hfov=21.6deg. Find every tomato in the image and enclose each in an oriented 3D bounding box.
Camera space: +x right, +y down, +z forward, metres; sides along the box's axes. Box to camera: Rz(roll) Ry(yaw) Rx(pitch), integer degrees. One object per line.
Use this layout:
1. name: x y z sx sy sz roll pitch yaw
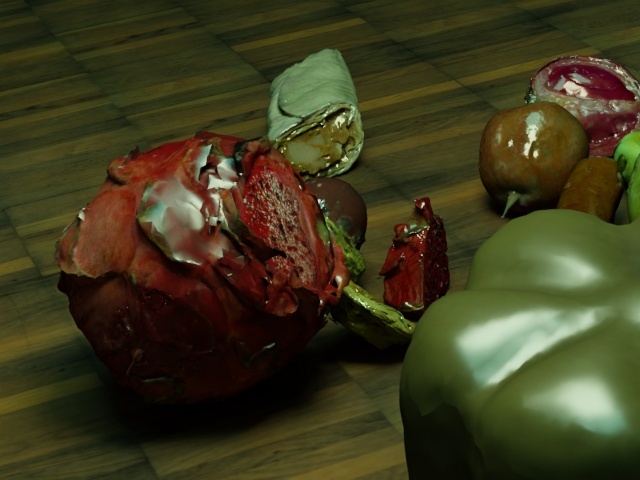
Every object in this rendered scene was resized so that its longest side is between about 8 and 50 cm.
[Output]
1. tomato: 0.365 -0.163 2.343 0.173 0.099 0.189 10 57 0

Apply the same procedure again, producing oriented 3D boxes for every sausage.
1. sausage: 0.323 -0.007 2.023 0.076 0.103 0.302 38 26 -11

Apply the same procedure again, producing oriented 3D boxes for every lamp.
1. lamp: -0.002 0.003 2.045 0.135 0.156 0.157 40 49 2

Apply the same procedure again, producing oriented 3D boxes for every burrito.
1. burrito: -0.009 -0.180 2.457 0.143 0.105 0.299 -15 26 6

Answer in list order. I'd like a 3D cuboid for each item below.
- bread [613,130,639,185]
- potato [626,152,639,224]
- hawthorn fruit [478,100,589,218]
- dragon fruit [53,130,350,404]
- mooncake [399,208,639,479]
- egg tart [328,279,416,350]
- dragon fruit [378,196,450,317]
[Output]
1. bread: 0.456 -0.101 2.211 0.139 0.071 0.130 5 31 20
2. potato: 0.468 -0.060 2.042 0.186 0.149 0.253 1 30 40
3. hawthorn fruit: 0.270 -0.092 2.199 0.149 0.149 0.189 16 74 39
4. dragon fruit: -0.131 0.031 1.829 0.301 0.296 0.295 -30 27 2
5. mooncake: 0.302 0.151 1.511 0.467 0.262 0.467 -6 28 3
6. egg tart: 0.051 0.085 1.906 0.130 0.052 0.130 33 1 -1
7. dragon fruit: 0.105 0.018 1.992 0.063 0.131 0.097 1 19 26
